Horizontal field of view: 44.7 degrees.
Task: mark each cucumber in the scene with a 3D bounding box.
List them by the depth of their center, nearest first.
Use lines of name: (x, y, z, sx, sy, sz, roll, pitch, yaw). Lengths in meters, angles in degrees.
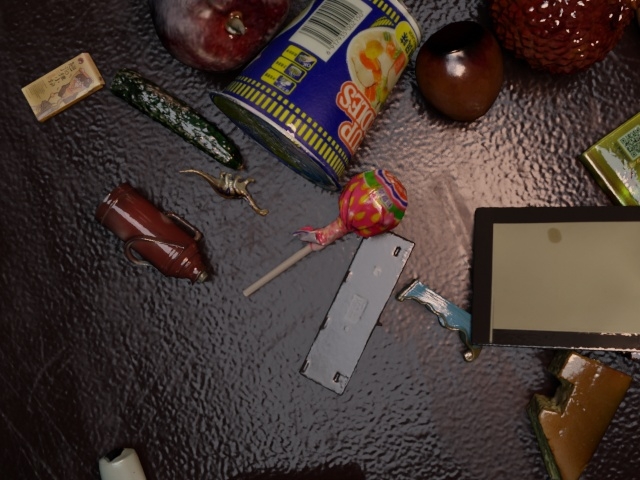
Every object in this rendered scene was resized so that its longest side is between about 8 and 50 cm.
cucumber: (-0.259, -0.226, 1.462, 0.293, 0.067, 0.067, 33, 92, 3)

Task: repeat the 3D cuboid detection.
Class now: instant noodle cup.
instant noodle cup: (0.010, -0.288, 1.358, 0.284, 0.284, 0.312, 36, 85, 4)

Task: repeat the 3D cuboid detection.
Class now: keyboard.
keyboard: (0.071, 0.129, 1.454, 0.106, 0.027, 0.317, 27, 92, 7)

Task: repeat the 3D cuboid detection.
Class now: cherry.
cherry: (-0.182, -0.428, 1.365, 0.255, 0.218, 0.296, -50, 55, 23)

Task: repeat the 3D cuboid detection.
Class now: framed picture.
framed picture: (0.441, 0.063, 1.360, 0.347, 0.016, 0.265, -1, 72, 17)

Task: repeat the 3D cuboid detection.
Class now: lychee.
lychee: (0.414, -0.411, 1.301, 0.300, 0.264, 0.264, 23, 92, 48)

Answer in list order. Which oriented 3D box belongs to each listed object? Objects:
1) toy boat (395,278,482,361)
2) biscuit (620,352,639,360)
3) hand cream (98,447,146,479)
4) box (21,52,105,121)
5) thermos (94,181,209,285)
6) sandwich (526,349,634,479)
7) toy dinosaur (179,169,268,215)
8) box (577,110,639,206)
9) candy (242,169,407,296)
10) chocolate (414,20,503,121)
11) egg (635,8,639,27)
toy boat: (0.219, 0.145, 1.417, 0.185, 0.075, 0.077, 33, 90, -1)
biscuit: (0.653, 0.053, 1.369, 0.388, 0.107, 0.073, -45, 83, 3)
hand cream: (-0.349, 0.549, 1.473, 0.109, 0.067, 0.320, -14, 93, 3)
box: (-0.496, -0.296, 1.500, 0.149, 0.020, 0.073, -30, 87, 3)
thermos: (-0.299, -0.004, 1.452, 0.232, 0.099, 0.124, 38, 54, 2)
sandwich: (0.437, 0.315, 1.378, 0.128, 0.122, 0.235, 25, 92, 2)
toy dinosaur: (-0.173, -0.108, 1.467, 0.180, 0.037, 0.058, 27, 87, 3)
box: (0.646, -0.179, 1.403, 0.311, 0.043, 0.173, -37, 87, 3)
candy: (0.000, 0.000, 1.424, 0.365, 0.124, 0.124, -34, 87, 18)
chocolate: (0.248, -0.294, 1.385, 0.177, 0.177, 0.176, 0, 90, 4)
egg: (0.645, -0.407, 1.326, 0.201, 0.201, 0.244, -33, 79, 3)
